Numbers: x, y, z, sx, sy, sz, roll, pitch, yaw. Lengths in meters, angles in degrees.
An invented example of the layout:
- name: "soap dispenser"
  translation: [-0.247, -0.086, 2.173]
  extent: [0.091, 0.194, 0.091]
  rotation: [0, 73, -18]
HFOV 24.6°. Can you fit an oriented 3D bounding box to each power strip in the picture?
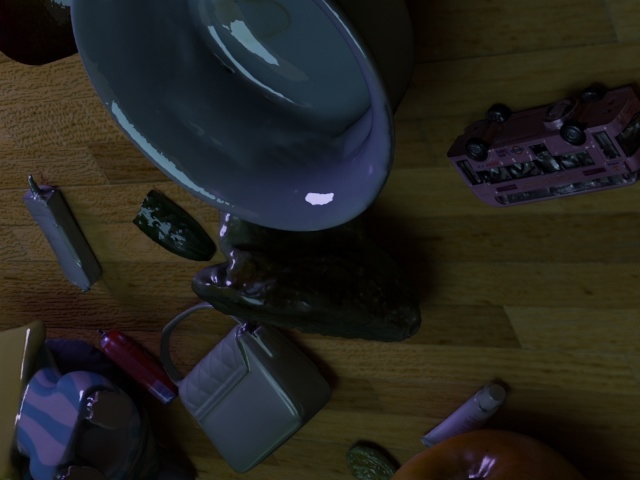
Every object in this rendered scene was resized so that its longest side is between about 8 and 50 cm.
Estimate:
- name: "power strip"
  translation: [-0.341, -0.010, 1.925]
  extent: [0.048, 0.030, 0.191]
  rotation: [7, 133, 37]

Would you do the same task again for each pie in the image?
- name: "pie"
  translation: [0.068, 0.296, 1.918]
  extent: [0.084, 0.021, 0.084]
  rotation: [23, 145, 17]

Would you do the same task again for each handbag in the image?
- name: "handbag"
  translation: [-0.111, 0.175, 1.903]
  extent: [0.219, 0.079, 0.256]
  rotation: [49, 143, 4]

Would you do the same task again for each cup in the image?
- name: "cup"
  translation: [-0.050, -0.191, 1.384]
  extent: [0.347, 0.163, 0.347]
  rotation: [22, 141, 19]

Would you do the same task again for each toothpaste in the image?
- name: "toothpaste"
  translation: [0.172, 0.216, 1.743]
  extent: [0.048, 0.031, 0.190]
  rotation: [34, 146, 1]

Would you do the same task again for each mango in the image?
- name: "mango"
  translation: [-0.274, -0.263, 1.541]
  extent: [0.267, 0.111, 0.133]
  rotation: [-20, 104, 43]

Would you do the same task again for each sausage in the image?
- name: "sausage"
  translation: [-0.255, 0.171, 2.037]
  extent: [0.145, 0.048, 0.050]
  rotation: [40, -178, -3]

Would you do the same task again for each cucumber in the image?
- name: "cucumber"
  translation: [-0.179, -0.007, 1.793]
  extent: [0.107, 0.035, 0.067]
  rotation: [37, 142, -1]

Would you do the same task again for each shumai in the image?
- name: "shumai"
  translation: [0.000, 0.000, 1.596]
  extent: [0.222, 0.203, 0.272]
  rotation: [5, 167, 39]

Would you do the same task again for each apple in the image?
- name: "apple"
  translation: [0.191, 0.349, 1.659]
  extent: [0.286, 0.286, 0.233]
  rotation: [-6, 116, 43]

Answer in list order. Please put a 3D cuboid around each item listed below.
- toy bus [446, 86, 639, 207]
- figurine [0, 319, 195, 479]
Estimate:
- name: "toy bus"
  translation: [0.215, -0.085, 1.362]
  extent: [0.203, 0.063, 0.090]
  rotation: [-10, 125, 48]
- name: "figurine"
  translation: [-0.294, 0.279, 2.064]
  extent: [0.378, 0.266, 0.361]
  rotation: [21, 174, -42]
